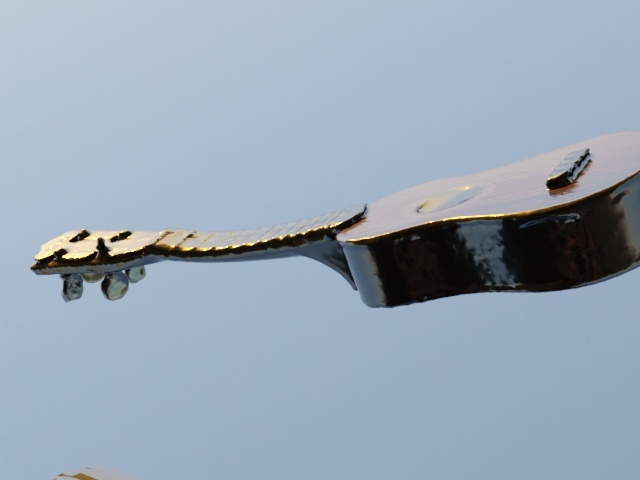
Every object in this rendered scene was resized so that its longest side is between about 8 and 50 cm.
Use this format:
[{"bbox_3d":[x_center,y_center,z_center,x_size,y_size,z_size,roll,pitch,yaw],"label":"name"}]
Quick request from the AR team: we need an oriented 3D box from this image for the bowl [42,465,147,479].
[{"bbox_3d":[-0.035,0.176,0.396,0.112,0.211,0.211,-2,-122,27],"label":"bowl"}]

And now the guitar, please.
[{"bbox_3d":[0.000,0.002,0.511,0.271,0.038,0.084,-8,-165,28],"label":"guitar"}]
